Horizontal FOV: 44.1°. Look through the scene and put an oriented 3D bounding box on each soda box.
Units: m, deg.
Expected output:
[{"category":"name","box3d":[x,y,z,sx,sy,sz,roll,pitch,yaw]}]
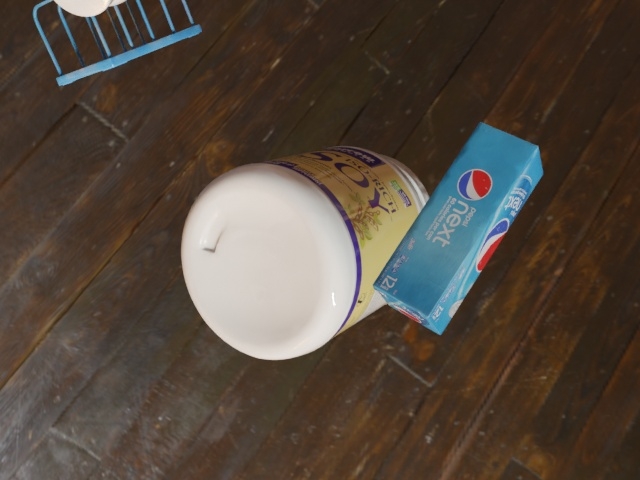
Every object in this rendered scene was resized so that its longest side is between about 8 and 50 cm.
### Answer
[{"category":"soda box","box3d":[0.145,-0.013,0.820,0.071,0.067,0.210,30,81,28]}]

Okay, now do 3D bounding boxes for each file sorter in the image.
[{"category":"file sorter","box3d":[-0.268,-0.289,1.044,0.170,0.118,0.104,-39,116,-46]}]

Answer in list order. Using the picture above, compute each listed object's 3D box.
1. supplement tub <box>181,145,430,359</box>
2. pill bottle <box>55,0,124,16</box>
[{"category":"supplement tub","box3d":[0.000,0.000,1.063,0.331,0.241,0.241,-23,92,-59]},{"category":"pill bottle","box3d":[-0.206,-0.284,0.768,0.087,0.087,0.160,30,40,-14]}]
